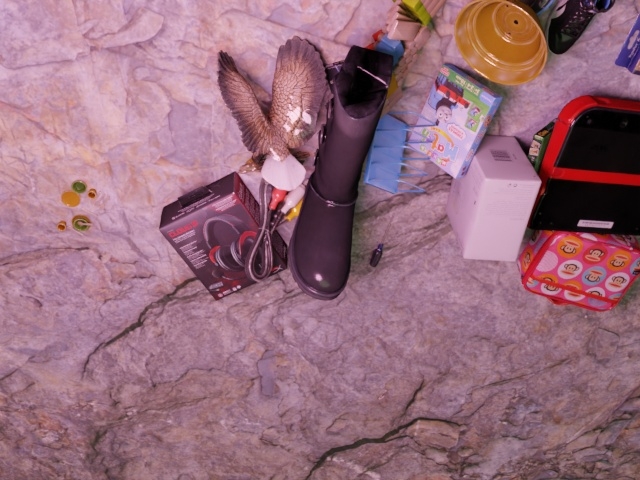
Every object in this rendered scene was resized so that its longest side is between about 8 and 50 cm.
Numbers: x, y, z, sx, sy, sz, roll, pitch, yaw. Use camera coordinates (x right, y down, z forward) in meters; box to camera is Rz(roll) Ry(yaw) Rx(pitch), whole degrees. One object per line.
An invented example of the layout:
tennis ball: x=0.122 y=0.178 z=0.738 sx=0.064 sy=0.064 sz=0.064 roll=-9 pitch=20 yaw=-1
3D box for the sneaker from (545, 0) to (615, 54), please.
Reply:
sneaker: x=0.559 y=-0.486 z=1.643 sx=0.079 sy=0.121 sz=0.216 roll=13 pitch=123 yaw=-12

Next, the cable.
cable: x=-0.114 y=-0.045 z=1.835 sx=0.072 sy=0.287 sz=0.139 roll=-5 pitch=142 yaw=44

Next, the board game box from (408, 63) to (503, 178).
board game box: x=0.305 y=-0.273 z=1.759 sx=0.039 sy=0.160 sz=0.211 roll=-16 pitch=137 yaw=-44

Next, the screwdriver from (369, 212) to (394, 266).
screwdriver: x=0.168 y=-0.002 z=2.015 sx=0.025 sy=0.024 sz=0.169 roll=1 pitch=123 yaw=-41

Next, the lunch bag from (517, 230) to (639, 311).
lunch bag: x=0.683 y=0.072 z=2.047 sx=0.293 sy=0.120 sz=0.258 roll=16 pitch=125 yaw=-11

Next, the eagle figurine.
eagle figurine: x=-0.117 y=-0.277 z=1.704 sx=0.225 sy=0.226 sz=0.298 roll=15 pitch=130 yaw=10

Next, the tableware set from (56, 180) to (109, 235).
tableware set: x=-0.602 y=-0.077 z=1.902 sx=0.104 sy=0.024 sz=0.154 roll=32 pitch=117 yaw=-23

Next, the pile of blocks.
pile of blocks: x=0.149 y=-0.441 z=1.641 sx=0.149 sy=0.113 sz=0.362 roll=-10 pitch=133 yaw=-49

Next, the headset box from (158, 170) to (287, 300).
headset box: x=-0.246 y=-0.018 z=1.915 sx=0.218 sy=0.110 sz=0.293 roll=-24 pitch=123 yaw=13

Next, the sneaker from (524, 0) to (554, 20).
sneaker: x=0.484 y=-0.558 z=1.633 sx=0.078 sy=0.067 sz=0.188 roll=29 pitch=122 yaw=3

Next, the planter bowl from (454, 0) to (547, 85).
planter bowl: x=0.405 y=-0.450 z=1.652 sx=0.217 sy=0.090 sz=0.217 roll=29 pitch=151 yaw=18

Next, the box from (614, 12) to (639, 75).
box: x=0.805 y=-0.431 z=1.752 sx=0.226 sy=0.036 sz=0.136 roll=12 pitch=123 yaw=-10

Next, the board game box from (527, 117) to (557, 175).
board game box: x=0.523 y=-0.159 z=1.869 sx=0.030 sy=0.136 sz=0.259 roll=28 pitch=128 yaw=28

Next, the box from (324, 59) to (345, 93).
box: x=0.056 y=-0.377 z=1.745 sx=0.083 sy=0.018 sz=0.067 roll=-14 pitch=124 yaw=5

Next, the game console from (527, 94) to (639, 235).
game console: x=0.707 y=-0.172 z=1.860 sx=0.387 sy=0.060 sz=0.341 roll=3 pitch=121 yaw=-19

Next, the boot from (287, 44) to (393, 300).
boot: x=0.048 y=-0.132 z=1.625 sx=0.146 sy=0.366 sz=0.445 roll=8 pitch=146 yaw=-11

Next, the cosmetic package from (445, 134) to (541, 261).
cosmetic package: x=0.403 y=-0.104 z=1.833 sx=0.138 sy=0.224 sz=0.224 roll=2 pitch=124 yaw=-6

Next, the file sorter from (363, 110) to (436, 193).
file sorter: x=0.186 y=-0.200 z=1.750 sx=0.118 sy=0.105 sz=0.170 roll=15 pitch=83 yaw=-48
